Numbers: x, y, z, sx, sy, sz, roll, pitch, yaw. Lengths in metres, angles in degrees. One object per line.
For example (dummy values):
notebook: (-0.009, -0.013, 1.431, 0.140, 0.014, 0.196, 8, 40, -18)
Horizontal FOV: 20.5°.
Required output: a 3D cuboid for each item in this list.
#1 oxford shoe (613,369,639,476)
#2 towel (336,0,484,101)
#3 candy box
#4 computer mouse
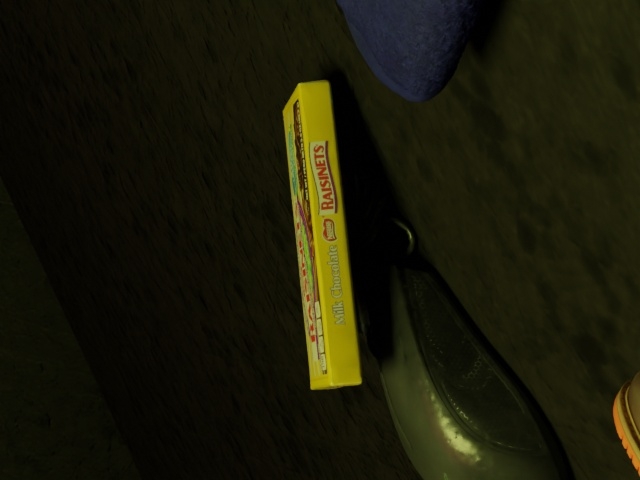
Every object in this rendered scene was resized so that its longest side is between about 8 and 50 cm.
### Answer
oxford shoe: (0.236, 0.108, 0.782, 0.271, 0.097, 0.098, 37, 129, 46)
towel: (0.027, -0.231, 0.891, 0.227, 0.076, 0.308, 50, 159, 15)
candy box: (0.000, 0.000, 1.226, 0.105, 0.027, 0.206, 131, 134, -82)
computer mouse: (0.070, 0.100, 1.234, 0.272, 0.072, 0.188, 53, 159, 29)
